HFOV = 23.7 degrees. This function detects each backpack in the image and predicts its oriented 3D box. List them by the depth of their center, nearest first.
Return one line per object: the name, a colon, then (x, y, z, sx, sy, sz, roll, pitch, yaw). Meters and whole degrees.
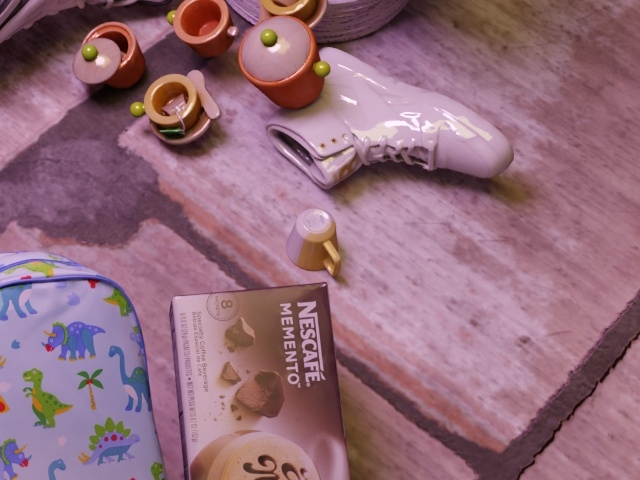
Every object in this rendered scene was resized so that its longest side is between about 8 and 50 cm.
backpack: (-0.287, 0.189, 1.517, 0.290, 0.273, 0.355, -2, 64, -25)

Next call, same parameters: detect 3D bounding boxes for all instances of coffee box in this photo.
coffee box: (-0.063, 0.202, 1.605, 0.168, 0.119, 0.297, -4, 79, -8)

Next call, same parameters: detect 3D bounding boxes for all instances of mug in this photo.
mug: (0.000, -0.004, 1.817, 0.078, 0.064, 0.062, 24, 59, 9)

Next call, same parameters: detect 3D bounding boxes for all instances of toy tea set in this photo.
toy tea set: (-0.144, -0.235, 1.855, 0.336, 0.124, 0.200, -17, 64, 9)

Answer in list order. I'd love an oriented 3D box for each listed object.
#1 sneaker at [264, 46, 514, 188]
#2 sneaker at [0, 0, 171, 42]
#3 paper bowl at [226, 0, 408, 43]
sneaker: (0.076, -0.110, 1.873, 0.292, 0.108, 0.169, 26, 61, 21)
sneaker: (-0.323, -0.305, 1.912, 0.447, 0.257, 0.169, -42, 53, 11)
paper bowl: (-0.004, -0.412, 2.017, 0.284, 0.148, 0.284, 2, 60, -4)
